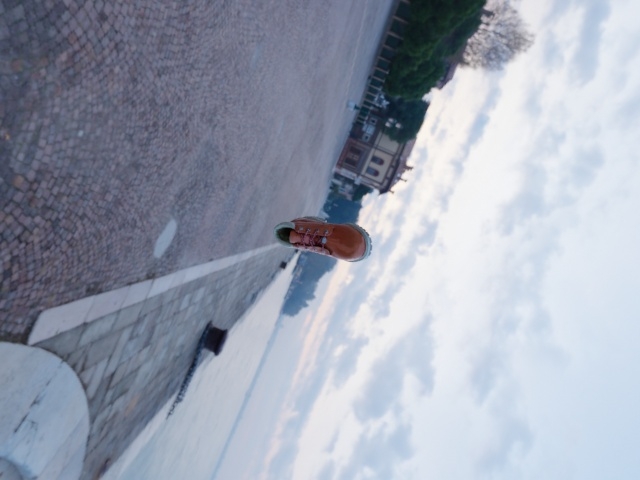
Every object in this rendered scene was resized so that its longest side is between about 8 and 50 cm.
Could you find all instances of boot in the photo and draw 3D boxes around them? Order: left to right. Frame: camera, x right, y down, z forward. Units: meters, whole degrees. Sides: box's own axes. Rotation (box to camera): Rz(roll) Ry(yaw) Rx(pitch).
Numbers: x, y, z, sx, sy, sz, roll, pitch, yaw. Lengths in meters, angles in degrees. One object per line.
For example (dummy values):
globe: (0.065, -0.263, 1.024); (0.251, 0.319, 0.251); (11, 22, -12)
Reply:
boot: (0.000, 0.000, 0.641); (0.084, 0.157, 0.059); (-6, 105, -45)
